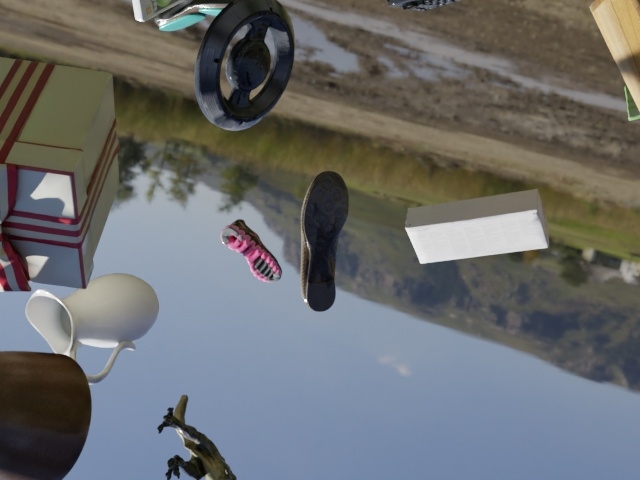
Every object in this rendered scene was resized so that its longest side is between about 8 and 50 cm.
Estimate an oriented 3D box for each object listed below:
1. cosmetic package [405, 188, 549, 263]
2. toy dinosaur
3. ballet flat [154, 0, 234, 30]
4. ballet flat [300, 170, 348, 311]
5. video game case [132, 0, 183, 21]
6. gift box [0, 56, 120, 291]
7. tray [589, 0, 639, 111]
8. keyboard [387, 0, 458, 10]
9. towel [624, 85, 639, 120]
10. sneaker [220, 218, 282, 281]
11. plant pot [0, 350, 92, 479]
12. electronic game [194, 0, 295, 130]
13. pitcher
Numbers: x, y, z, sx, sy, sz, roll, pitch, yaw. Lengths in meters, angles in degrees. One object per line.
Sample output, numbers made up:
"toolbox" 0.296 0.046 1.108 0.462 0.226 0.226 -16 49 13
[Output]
"cosmetic package" 0.283 -0.025 1.665 0.239 0.060 0.099 -8 135 22
"toy dinosaur" -0.176 0.297 1.301 0.118 0.064 0.268 37 -173 -48
"ballet flat" -0.245 -0.508 1.949 0.280 0.096 0.095 -1 -176 32
"ballet flat" 0.000 0.000 1.586 0.084 0.250 0.058 -3 -162 -17
"video game case" -0.238 -0.465 1.478 0.022 0.173 0.190 20 -138 27
"gift box" -0.436 -0.081 1.282 0.276 0.255 0.258 3 -135 2
"tray" 0.568 -0.222 1.248 0.411 0.203 0.076 8 144 -30
"keyboard" 0.240 -0.397 1.390 0.317 0.033 0.201 -8 178 38
"towel" 0.644 -0.279 1.715 0.152 0.023 0.113 -15 -145 25
"sneaker" -0.100 0.013 1.443 0.119 0.047 0.057 48 -153 -11
"plant pot" -0.495 0.248 1.347 0.215 0.215 0.230 17 173 39
"electronic game" -0.121 -0.293 1.529 0.048 0.229 0.229 26 -171 31
"pitcher" -0.362 0.146 1.550 0.125 0.178 0.207 -37 165 33
